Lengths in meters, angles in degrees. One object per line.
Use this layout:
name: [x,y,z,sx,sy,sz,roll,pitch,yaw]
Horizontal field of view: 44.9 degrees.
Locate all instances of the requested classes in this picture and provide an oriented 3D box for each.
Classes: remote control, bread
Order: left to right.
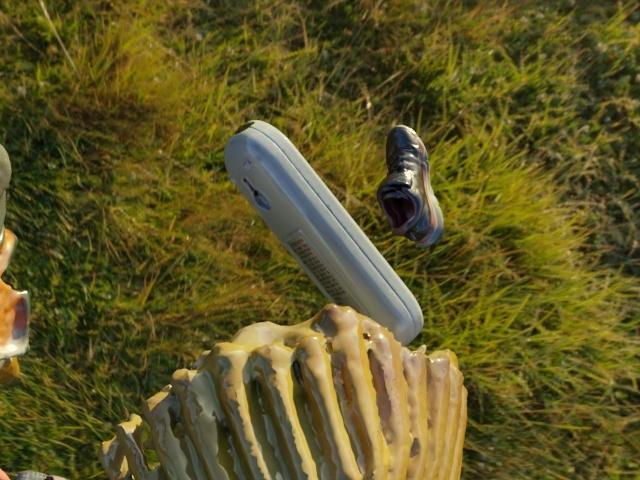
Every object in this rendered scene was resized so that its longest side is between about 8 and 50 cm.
bread: [-0.011,0.168,0.530,0.274,0.274,0.149,-18,56,-17]
remote control: [0.000,0.000,0.688,0.047,0.087,0.244,-41,95,-22]

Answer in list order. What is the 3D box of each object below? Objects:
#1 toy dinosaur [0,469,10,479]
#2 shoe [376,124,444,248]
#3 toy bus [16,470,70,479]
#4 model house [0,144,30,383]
toy dinosaur: [-0.659,0.395,1.404,0.139,0.070,0.286,-44,129,-48]
shoe: [0.182,-0.122,1.761,0.137,0.114,0.291,2,69,-42]
toy bus: [-0.294,0.296,0.765,0.108,0.199,0.096,37,46,-35]
model house: [-0.405,0.039,0.842,0.271,0.301,0.190,2,51,24]
